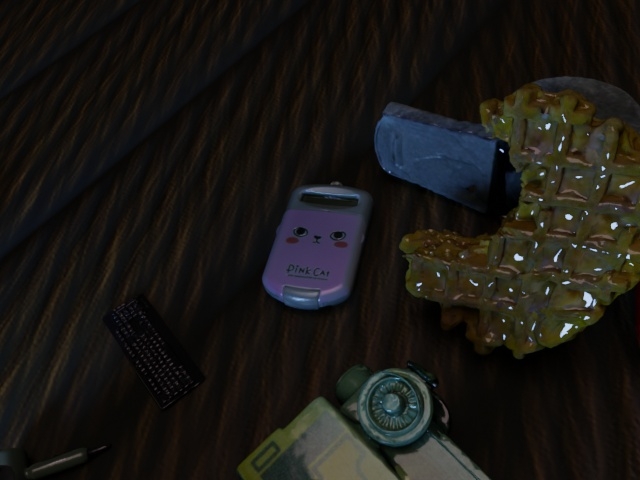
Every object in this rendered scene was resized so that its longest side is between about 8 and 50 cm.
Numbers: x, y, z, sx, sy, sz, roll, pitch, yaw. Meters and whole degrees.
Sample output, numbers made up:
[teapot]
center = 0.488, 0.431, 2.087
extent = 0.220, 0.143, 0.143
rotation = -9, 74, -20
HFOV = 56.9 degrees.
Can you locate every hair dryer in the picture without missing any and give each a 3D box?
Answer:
[hair dryer]
center = -0.346, 0.293, 0.762
extent = 0.150, 0.047, 0.071
rotation = -15, 53, -15

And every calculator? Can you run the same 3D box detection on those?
[calculator]
center = 0.000, 0.000, 0.916
extent = 0.141, 0.045, 0.246
rotation = 7, 54, 15

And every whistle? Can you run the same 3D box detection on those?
[whistle]
center = 0.283, -0.113, 0.876
extent = 0.405, 0.168, 0.188
rotation = -2, 51, 8

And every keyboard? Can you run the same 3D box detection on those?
[keyboard]
center = -0.247, 0.154, 0.859
extent = 0.074, 0.015, 0.196
rotation = -35, 56, -17

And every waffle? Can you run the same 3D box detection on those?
[waffle]
center = 0.255, -0.017, 0.719
extent = 0.261, 0.324, 0.151
rotation = 33, 32, 13

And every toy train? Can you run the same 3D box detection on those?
[toy train]
center = 0.111, 0.301, 0.611
extent = 0.237, 0.150, 0.369
rotation = -42, 57, -11

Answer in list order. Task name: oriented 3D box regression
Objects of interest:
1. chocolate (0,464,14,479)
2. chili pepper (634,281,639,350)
[chocolate]
center = -0.312, 0.355, 0.638
extent = 0.147, 0.221, 0.221
rotation = 1, 48, -22
[chili pepper]
center = 0.472, -0.019, 0.729
extent = 0.131, 0.134, 0.338
rotation = 9, 77, 30
